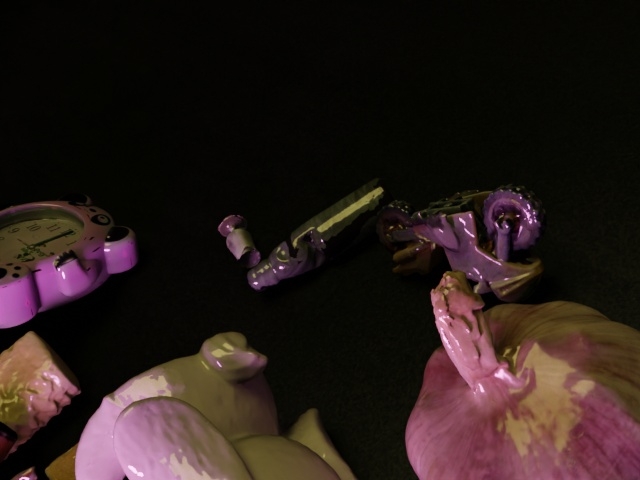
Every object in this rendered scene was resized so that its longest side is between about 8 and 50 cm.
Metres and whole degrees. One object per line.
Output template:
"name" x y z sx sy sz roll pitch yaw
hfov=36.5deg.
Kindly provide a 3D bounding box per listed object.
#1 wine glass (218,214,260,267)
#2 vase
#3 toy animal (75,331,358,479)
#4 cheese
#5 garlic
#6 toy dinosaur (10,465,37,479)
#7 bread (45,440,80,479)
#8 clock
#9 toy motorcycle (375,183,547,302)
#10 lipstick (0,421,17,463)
"wine glass" -0.105 0.002 1.314 0.083 0.042 0.039 54 127 48
"vase" 0.000 0.000 1.224 0.211 0.060 0.060 -33 39 3
"toy animal" -0.068 0.238 0.910 0.206 0.272 0.265 -53 50 17
"cheese" -0.406 0.208 1.266 0.167 0.094 0.123 -41 38 -8
"garlic" 0.168 0.125 0.838 0.245 0.253 0.245 -26 32 17
"toy dinosaur" -0.315 0.353 1.052 0.327 0.113 0.206 -35 73 31
"bread" -0.284 0.270 1.168 0.083 0.035 0.070 -44 40 -21
"clock" -0.407 0.018 1.398 0.248 0.090 0.227 -24 39 -33
"toy motorcycle" 0.156 0.010 1.073 0.229 0.129 0.094 -6 22 48
"lipstick" -0.482 0.370 1.146 0.057 0.057 0.356 19 71 44
